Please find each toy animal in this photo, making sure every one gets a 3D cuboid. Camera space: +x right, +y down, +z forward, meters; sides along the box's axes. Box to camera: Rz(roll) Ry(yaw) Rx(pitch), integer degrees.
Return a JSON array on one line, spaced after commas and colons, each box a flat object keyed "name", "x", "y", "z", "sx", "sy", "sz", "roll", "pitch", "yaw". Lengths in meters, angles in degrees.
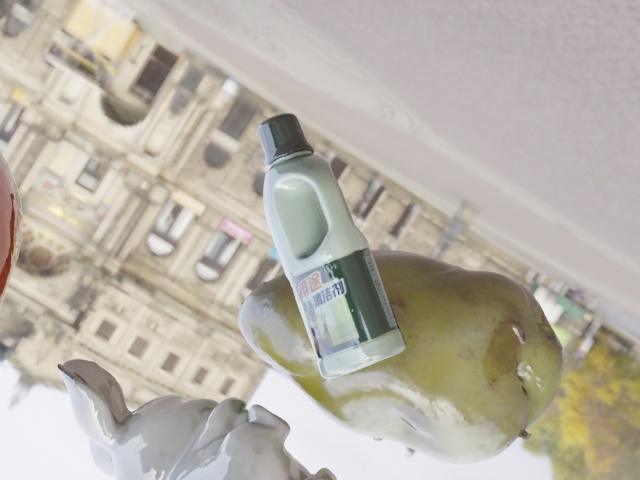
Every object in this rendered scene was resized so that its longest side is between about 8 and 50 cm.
[{"name": "toy animal", "x": -0.138, "y": 0.236, "z": 1.169, "sx": 0.325, "sy": 0.154, "sz": 0.208, "roll": 20, "pitch": 148, "yaw": 15}]

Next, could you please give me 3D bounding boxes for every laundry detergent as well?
[{"name": "laundry detergent", "x": 0.000, "y": 0.000, "z": 0.933, "sx": 0.225, "sy": 0.070, "sz": 0.099, "roll": 71, "pitch": 160, "yaw": 6}]

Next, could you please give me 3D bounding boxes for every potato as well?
[{"name": "potato", "x": 0.084, "y": 0.109, "z": 1.180, "sx": 0.351, "sy": 0.218, "sz": 0.202, "roll": 16, "pitch": 143, "yaw": 1}]

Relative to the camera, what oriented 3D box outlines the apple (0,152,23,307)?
[{"name": "apple", "x": -0.235, "y": 0.038, "z": 0.386, "sx": 0.241, "sy": 0.242, "sz": 0.242, "roll": 9, "pitch": -167, "yaw": -22}]
